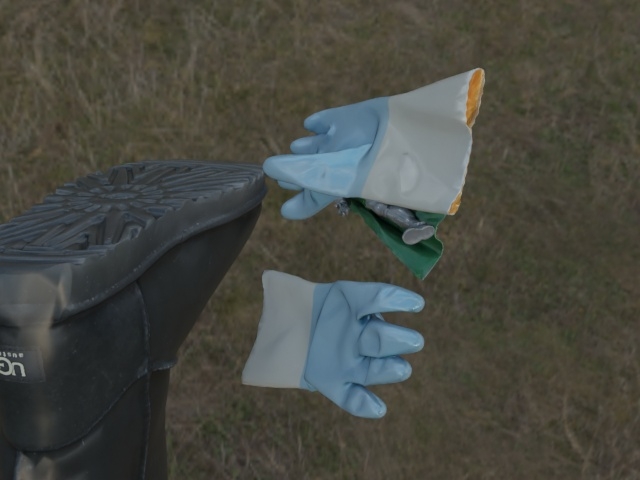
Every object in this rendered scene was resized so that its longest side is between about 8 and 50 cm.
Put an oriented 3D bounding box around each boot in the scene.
[{"bbox_3d":[-0.149,0.178,0.892,0.146,0.445,0.367,5,18,22],"label":"boot"}]

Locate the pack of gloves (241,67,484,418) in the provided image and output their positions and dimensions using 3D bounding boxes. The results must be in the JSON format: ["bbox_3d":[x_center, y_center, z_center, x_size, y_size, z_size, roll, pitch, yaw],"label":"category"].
[{"bbox_3d":[0.000,0.000,0.657,0.046,0.232,0.195,16,82,-24],"label":"pack of gloves"}]

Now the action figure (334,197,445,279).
[{"bbox_3d":[0.052,-0.064,1.144,0.063,0.137,0.232,9,15,-32],"label":"action figure"}]
